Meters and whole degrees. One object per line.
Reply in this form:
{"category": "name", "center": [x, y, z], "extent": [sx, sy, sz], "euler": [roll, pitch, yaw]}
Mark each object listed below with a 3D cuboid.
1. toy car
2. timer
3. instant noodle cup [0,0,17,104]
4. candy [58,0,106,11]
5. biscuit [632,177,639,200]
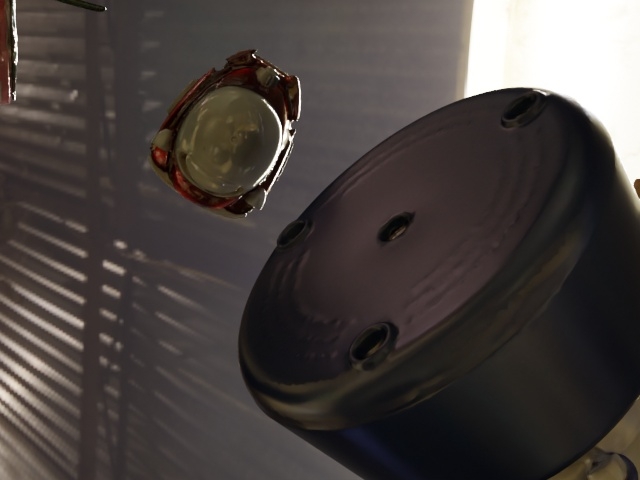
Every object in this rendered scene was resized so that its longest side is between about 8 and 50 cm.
{"category": "toy car", "center": [-0.072, -0.089, 0.783], "extent": [0.139, 0.112, 0.112], "euler": [-58, -170, 1]}
{"category": "timer", "center": [0.159, 0.116, 0.654], "extent": [0.383, 0.270, 0.270], "euler": [47, -26, -25]}
{"category": "instant noodle cup", "center": [-0.399, -0.202, 0.827], "extent": [0.244, 0.255, 0.244], "euler": [177, -90, -72]}
{"category": "candy", "center": [-0.179, -0.149, 0.534], "extent": [0.035, 0.123, 0.035], "euler": [-32, -129, 51]}
{"category": "biscuit", "center": [0.345, -0.026, 0.846], "extent": [0.250, 0.162, 0.035], "euler": [5, -93, 51]}
